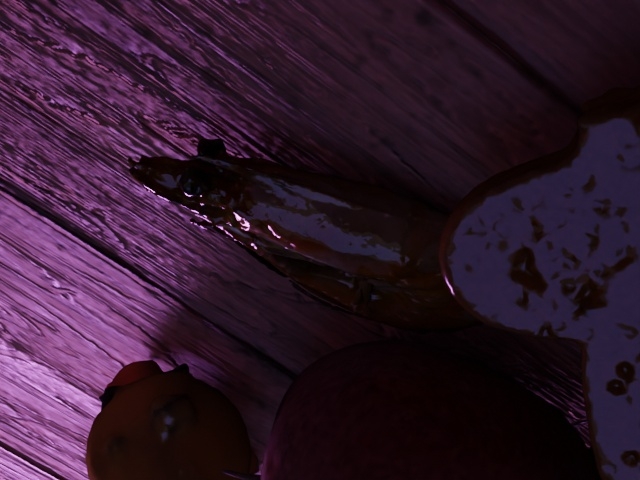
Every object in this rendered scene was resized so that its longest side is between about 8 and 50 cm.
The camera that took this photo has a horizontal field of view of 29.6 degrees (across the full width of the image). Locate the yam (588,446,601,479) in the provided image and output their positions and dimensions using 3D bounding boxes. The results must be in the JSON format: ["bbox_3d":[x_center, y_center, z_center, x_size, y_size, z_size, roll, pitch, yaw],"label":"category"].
[{"bbox_3d":[0.235,0.264,1.060,0.083,0.083,0.371,15,142,5],"label":"yam"}]

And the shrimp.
[{"bbox_3d":[0.000,0.001,0.865,0.294,0.062,0.154,25,146,-10],"label":"shrimp"}]

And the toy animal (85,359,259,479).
[{"bbox_3d":[-0.139,0.217,1.089,0.195,0.169,0.281,-19,139,-21],"label":"toy animal"}]

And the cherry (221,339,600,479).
[{"bbox_3d":[0.078,0.191,0.916,0.307,0.221,0.261,12,178,1],"label":"cherry"}]

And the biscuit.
[{"bbox_3d":[0.291,0.073,0.727,0.368,0.076,0.394,-18,106,26],"label":"biscuit"}]
